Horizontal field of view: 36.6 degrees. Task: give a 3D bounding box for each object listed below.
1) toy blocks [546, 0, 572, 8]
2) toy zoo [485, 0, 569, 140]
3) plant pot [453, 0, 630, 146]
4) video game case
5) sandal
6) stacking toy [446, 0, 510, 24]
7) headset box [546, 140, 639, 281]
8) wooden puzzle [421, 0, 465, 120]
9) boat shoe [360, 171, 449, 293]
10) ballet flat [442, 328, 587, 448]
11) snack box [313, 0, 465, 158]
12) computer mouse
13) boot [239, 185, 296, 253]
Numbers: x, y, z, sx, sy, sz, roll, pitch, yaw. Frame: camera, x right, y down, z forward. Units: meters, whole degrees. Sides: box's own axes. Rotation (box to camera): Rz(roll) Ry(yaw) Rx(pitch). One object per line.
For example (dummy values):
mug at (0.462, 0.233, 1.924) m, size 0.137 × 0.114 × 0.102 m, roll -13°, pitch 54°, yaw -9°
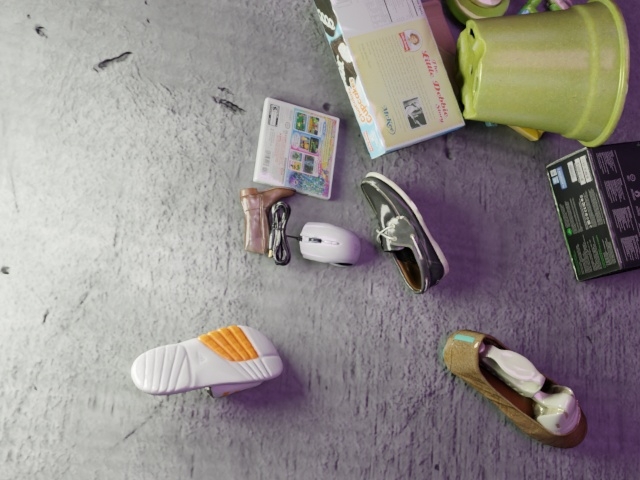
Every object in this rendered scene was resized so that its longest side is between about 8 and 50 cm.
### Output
toy blocks at (0.469, -0.526, 2.009) m, size 0.123 × 0.054 × 0.148 m, roll 16°, pitch 72°, yaw -21°
toy zoo at (0.419, -0.335, 1.920) m, size 0.192 × 0.030 × 0.293 m, roll 41°, pitch 80°, yaw -14°
plant pot at (0.387, -0.311, 1.773) m, size 0.254 × 0.276 × 0.276 m, roll 1°, pitch 77°, yaw -7°
video game case at (-0.041, -0.160, 1.705) m, size 0.143 × 0.019 × 0.157 m, roll 14°, pitch 71°, yaw -22°
sandal at (-0.185, 0.200, 1.518) m, size 0.265 × 0.076 × 0.102 m, roll -4°, pitch 57°, yaw -37°
stacking toy at (0.324, -0.586, 1.881) m, size 0.309 × 0.130 × 0.279 m, roll -36°, pitch 89°, yaw -19°
headset box at (0.626, -0.068, 1.928) m, size 0.283 × 0.131 × 0.246 m, roll -11°, pitch 82°, yaw -27°
wooden puzzle at (0.177, -0.320, 1.835) m, size 0.221 × 0.044 × 0.238 m, roll -21°, pitch 91°, yaw -28°
boat shoe at (0.138, -0.015, 1.717) m, size 0.079 × 0.084 × 0.233 m, roll -35°, pitch 97°, yaw -28°
ballet flat at (0.375, 0.267, 1.736) m, size 0.342 × 0.124 × 0.116 m, roll 38°, pitch 65°, yaw -12°
snack box at (0.124, -0.327, 1.749) m, size 0.187 × 0.060 × 0.321 m, roll -20°, pitch 91°, yaw -27°
computer mouse at (0.000, 0.000, 1.654) m, size 0.193 × 0.042 × 0.106 m, roll 10°, pitch 81°, yaw -32°
boot at (-0.085, -0.033, 1.645) m, size 0.106 × 0.037 × 0.114 m, roll -5°, pitch 81°, yaw -21°
